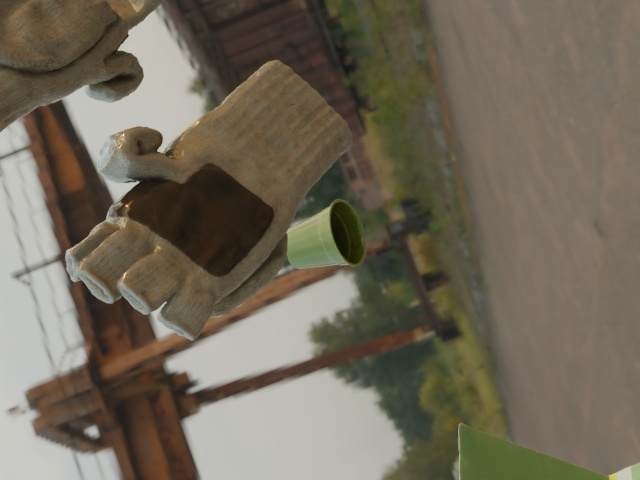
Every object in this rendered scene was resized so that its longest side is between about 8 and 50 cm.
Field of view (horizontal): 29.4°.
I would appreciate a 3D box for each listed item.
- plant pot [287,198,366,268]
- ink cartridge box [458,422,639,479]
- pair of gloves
[{"bbox_3d":[0.000,0.000,1.466,0.083,0.079,0.083,36,-134,-49],"label":"plant pot"},{"bbox_3d":[0.184,0.201,0.680,0.235,0.056,0.171,25,-131,-28],"label":"ink cartridge box"},{"bbox_3d":[-0.112,-0.065,0.678,0.240,0.042,0.204,36,-131,-6],"label":"pair of gloves"}]
